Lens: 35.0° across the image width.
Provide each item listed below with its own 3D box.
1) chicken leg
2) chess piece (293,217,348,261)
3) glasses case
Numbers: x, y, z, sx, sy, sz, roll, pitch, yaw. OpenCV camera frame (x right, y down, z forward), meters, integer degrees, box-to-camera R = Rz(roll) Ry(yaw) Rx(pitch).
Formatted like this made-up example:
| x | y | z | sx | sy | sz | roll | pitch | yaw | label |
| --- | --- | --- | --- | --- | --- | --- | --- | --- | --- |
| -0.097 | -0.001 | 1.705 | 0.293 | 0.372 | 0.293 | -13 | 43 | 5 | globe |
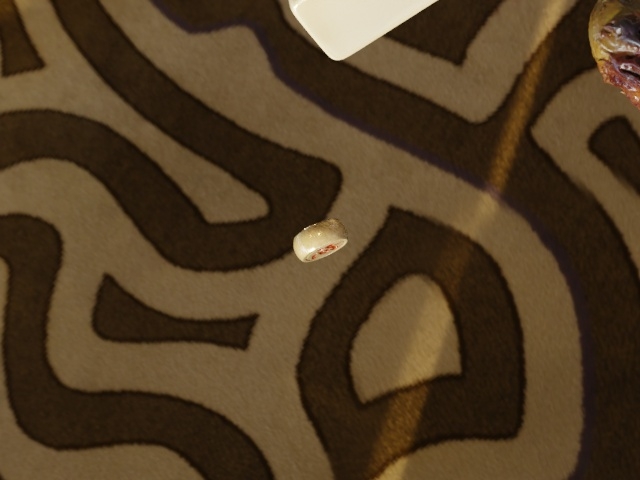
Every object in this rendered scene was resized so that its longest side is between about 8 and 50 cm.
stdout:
| x | y | z | sx | sy | sz | roll | pitch | yaw | label |
| --- | --- | --- | --- | --- | --- | --- | --- | --- | --- |
| 0.414 | -0.252 | 1.214 | 0.177 | 0.083 | 0.322 | -35 | 50 | 4 | chicken leg |
| 0.000 | 0.000 | 1.510 | 0.083 | 0.083 | 0.038 | -28 | 75 | 5 | chess piece |
| 0.119 | -0.418 | 1.549 | 0.336 | 0.144 | 0.076 | -29 | 42 | 18 | glasses case |
